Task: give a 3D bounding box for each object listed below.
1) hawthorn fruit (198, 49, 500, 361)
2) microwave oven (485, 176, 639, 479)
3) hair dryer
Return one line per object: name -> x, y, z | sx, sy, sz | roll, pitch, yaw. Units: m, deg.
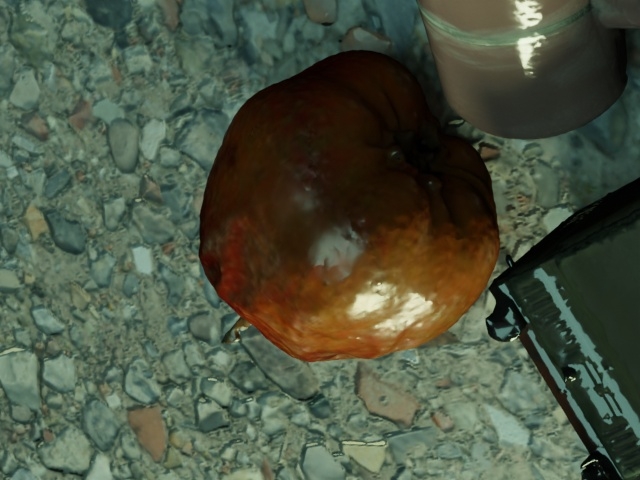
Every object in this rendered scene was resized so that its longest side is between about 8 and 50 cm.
hawthorn fruit -> 0.000, 0.000, 1.071 | 0.207, 0.207, 0.243 | 50, 127, 6
microwave oven -> 0.261, 0.032, 0.938 | 0.247, 0.178, 0.188 | -30, 88, 34
hair dryer -> 0.218, -0.168, 0.883 | 0.352, 0.125, 0.210 | 5, 140, 23
